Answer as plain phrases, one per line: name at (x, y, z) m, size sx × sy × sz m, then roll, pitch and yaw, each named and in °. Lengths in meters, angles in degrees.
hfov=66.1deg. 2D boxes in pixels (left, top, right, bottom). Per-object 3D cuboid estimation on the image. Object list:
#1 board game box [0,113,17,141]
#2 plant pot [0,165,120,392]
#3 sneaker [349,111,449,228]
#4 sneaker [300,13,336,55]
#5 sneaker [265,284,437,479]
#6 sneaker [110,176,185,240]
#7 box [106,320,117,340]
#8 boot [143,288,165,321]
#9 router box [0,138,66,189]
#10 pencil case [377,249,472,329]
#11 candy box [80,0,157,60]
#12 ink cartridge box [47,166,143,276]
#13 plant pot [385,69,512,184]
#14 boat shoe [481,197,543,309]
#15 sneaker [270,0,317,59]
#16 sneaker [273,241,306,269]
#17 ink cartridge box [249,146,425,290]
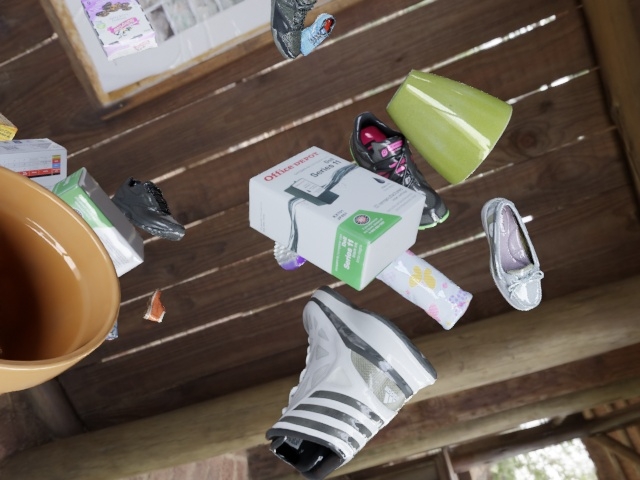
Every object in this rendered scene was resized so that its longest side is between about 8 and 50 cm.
board game box at (-1.181, -0.297, 1.358) m, size 0.356 × 0.356 × 0.356 m, roll 39°, pitch 11°, yaw 10°
plant pot at (-0.423, 0.072, 0.581) m, size 0.291 × 0.203 × 0.291 m, roll 44°, pitch 20°, yaw -20°
sneaker at (0.233, -0.231, 1.610) m, size 0.483 × 0.185 × 0.202 m, roll 54°, pitch -6°, yaw 26°
sneaker at (-0.011, -0.653, 1.547) m, size 0.063 × 0.162 × 0.073 m, roll 40°, pitch -6°, yaw -34°
sneaker at (-0.011, 0.229, 0.845) m, size 0.169 × 0.257 × 0.447 m, roll 48°, pitch -11°, yaw -10°
sneaker at (-0.476, -0.094, 1.362) m, size 0.286 × 0.130 × 0.109 m, roll 27°, pitch -5°, yaw 25°
box at (-0.525, 0.160, 1.156) m, size 0.094 × 0.027 × 0.137 m, roll 37°, pitch 32°, yaw -54°
boot at (-0.726, 0.289, 2.185) m, size 0.084 × 0.059 × 0.158 m, roll 27°, pitch 44°, yaw -26°
router box at (-0.713, -0.049, 1.028) m, size 0.335 × 0.082 × 0.302 m, roll -21°, pitch 131°, yaw -54°
pencil case at (0.257, 0.113, 1.282) m, size 0.273 × 0.113 × 0.124 m, roll 36°, pitch -15°, yaw 14°
candy box at (-0.636, -0.687, 1.559) m, size 0.196 × 0.164 × 0.070 m, roll 60°, pitch -19°, yaw 14°
ink cartridge box at (-0.533, 0.019, 0.984) m, size 0.202 × 0.278 × 0.117 m, roll 60°, pitch -3°, yaw -32°
plant pot at (0.348, -0.356, 1.437) m, size 0.293 × 0.275 × 0.275 m, roll 32°, pitch 16°, yaw -4°
boat shoe at (0.519, 0.042, 1.319) m, size 0.103 × 0.118 × 0.321 m, roll -72°, pitch 146°, yaw -82°
sneaker at (-0.061, -0.582, 1.260) m, size 0.087 × 0.130 × 0.228 m, roll -25°, pitch 125°, yaw -43°
sneaker at (0.001, 0.000, 1.128) m, size 0.146 × 0.102 × 0.293 m, roll 57°, pitch 32°, yaw -20°
ink cartridge box at (0.020, -0.042, 0.706) m, size 0.153 × 0.208 × 0.087 m, roll -36°, pitch 144°, yaw -40°
